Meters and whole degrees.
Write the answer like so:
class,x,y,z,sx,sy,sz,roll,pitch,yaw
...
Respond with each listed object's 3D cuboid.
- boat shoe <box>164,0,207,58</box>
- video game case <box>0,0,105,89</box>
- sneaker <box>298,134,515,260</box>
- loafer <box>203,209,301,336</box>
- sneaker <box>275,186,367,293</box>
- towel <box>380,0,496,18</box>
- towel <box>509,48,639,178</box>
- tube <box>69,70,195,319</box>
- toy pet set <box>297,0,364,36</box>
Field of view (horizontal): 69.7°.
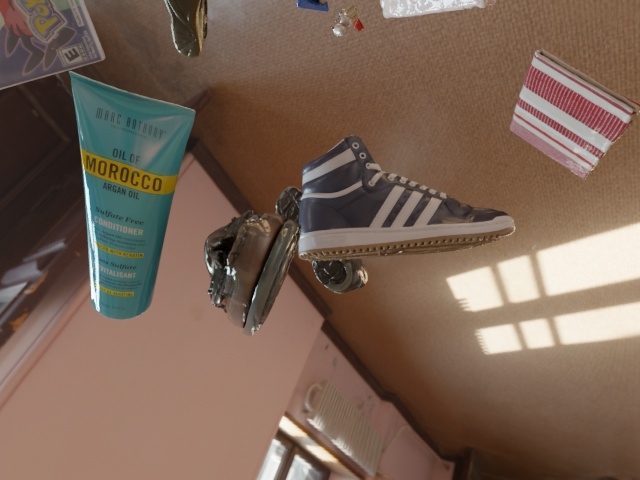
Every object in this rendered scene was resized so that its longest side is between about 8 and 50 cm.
class,x,y,z,sx,sy,sz,roll,pitch,yaw
boat shoe,-0.280,-0.504,0.976,0.080,0.073,0.223,11,141,0
video game case,-0.317,-0.231,0.402,0.023,0.183,0.201,49,156,34
sneaker,0.107,-0.059,0.611,0.282,0.153,0.099,-4,168,2
loafer,-0.075,0.028,0.417,0.084,0.096,0.267,24,167,-2
sneaker,0.000,0.000,0.938,0.101,0.267,0.106,-45,153,23
towel,0.195,-0.599,0.852,0.317,0.053,0.331,35,145,57
towel,0.562,-0.280,1.058,0.237,0.037,0.329,42,178,20
tube,-0.150,-0.022,0.358,0.080,0.052,0.207,14,129,-11
toy pet set,-0.009,-0.321,0.589,0.065,0.114,0.122,-28,134,25
